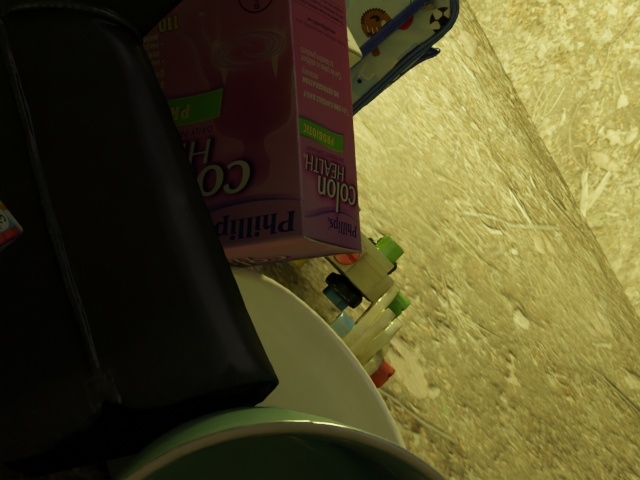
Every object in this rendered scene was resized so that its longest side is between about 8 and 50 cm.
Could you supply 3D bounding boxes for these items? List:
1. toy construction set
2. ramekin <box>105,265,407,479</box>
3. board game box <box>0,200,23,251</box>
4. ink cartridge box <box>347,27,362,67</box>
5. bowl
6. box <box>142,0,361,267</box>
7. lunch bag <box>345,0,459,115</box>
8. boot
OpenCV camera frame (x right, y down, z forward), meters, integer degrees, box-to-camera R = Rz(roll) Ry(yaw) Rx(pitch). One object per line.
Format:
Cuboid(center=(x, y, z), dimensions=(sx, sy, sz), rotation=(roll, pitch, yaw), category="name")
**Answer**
Cuboid(center=(0.000, 0.000, 1.693), dimensions=(0.328, 0.151, 0.215), rotation=(61, -3, 0), category="toy construction set")
Cuboid(center=(-0.057, 0.172, 1.335), dimensions=(0.277, 0.135, 0.277), rotation=(42, 23, -23), category="ramekin")
Cuboid(center=(-0.335, 0.015, 1.003), dimensions=(0.142, 0.144, 0.275), rotation=(52, 22, -3), category="board game box")
Cuboid(center=(-0.115, -0.266, 1.792), dimensions=(0.121, 0.211, 0.289), rotation=(17, 40, -54), category="ink cartridge box")
Cuboid(center=(-0.044, 0.238, 1.102), dimensions=(0.311, 0.311, 0.163), rotation=(44, 4, -20), category="bowl")
Cuboid(center=(-0.090, -0.100, 1.369), dimensions=(0.117, 0.213, 0.243), rotation=(13, 71, -64), category="box")
Cuboid(center=(0.018, -0.275, 1.944), dimensions=(0.243, 0.303, 0.115), rotation=(48, 13, -9), category="lunch bag")
Cuboid(center=(-0.121, -0.081, 1.198), dimensions=(0.146, 0.367, 0.445), rotation=(37, 32, -59), category="boot")
